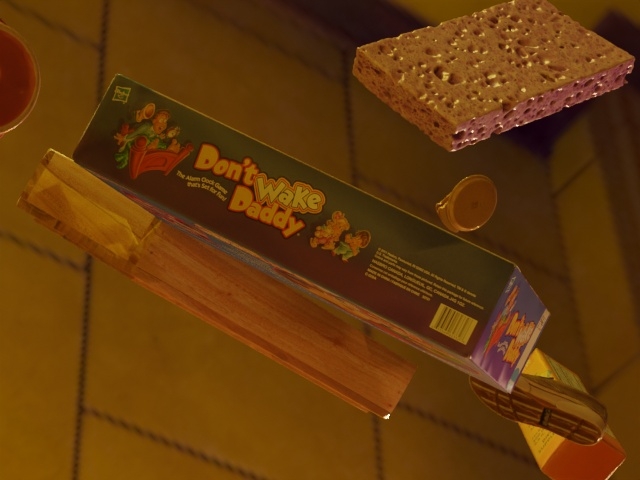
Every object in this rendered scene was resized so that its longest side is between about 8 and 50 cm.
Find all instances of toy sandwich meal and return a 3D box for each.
[{"bbox_3d":[0.190,-0.048,2.322,0.085,0.085,0.029,17,11,-35],"label":"toy sandwich meal"}]

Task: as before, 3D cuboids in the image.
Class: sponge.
[{"bbox_3d":[0.141,-0.139,1.444,0.210,0.031,0.117,-22,49,-36],"label":"sponge"}]

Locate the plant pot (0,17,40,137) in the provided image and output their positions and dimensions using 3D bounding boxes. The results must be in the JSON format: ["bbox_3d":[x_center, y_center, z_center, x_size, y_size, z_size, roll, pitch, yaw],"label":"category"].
[{"bbox_3d":[-0.417,-0.187,2.066,0.201,0.180,0.201,-3,97,-32],"label":"plant pot"}]

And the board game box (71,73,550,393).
[{"bbox_3d":[0.000,0.000,1.430,0.347,0.078,0.233,26,-4,16],"label":"board game box"}]

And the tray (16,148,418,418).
[{"bbox_3d":[-0.098,0.051,1.819,0.203,0.076,0.411,27,-4,44],"label":"tray"}]

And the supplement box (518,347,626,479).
[{"bbox_3d":[0.283,0.214,2.120,0.080,0.078,0.233,35,11,-14],"label":"supplement box"}]

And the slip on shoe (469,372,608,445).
[{"bbox_3d":[0.205,0.145,1.680,0.135,0.051,0.041,21,45,8],"label":"slip on shoe"}]
